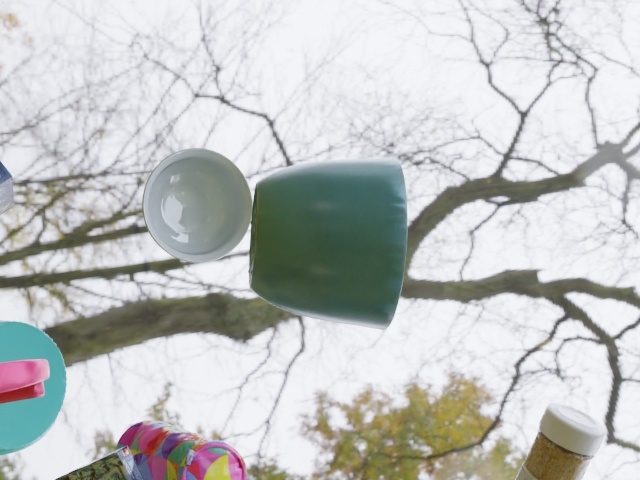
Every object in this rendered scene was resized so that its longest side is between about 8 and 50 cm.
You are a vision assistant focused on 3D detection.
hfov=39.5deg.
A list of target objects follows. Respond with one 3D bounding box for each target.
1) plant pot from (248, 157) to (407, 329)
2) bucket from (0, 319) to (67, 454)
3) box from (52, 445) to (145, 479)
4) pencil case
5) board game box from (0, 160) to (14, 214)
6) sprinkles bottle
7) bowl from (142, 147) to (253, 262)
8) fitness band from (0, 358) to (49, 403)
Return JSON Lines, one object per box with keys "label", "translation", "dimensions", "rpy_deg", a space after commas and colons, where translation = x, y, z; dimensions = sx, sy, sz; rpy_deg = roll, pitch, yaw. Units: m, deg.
{"label": "plant pot", "translation": [0.000, 0.000, 1.501], "dimensions": [0.293, 0.235, 0.293], "rpy_deg": [-177, -90, -83]}
{"label": "bucket", "translation": [-0.640, 0.279, 1.717], "dimensions": [0.183, 0.281, 0.281], "rpy_deg": [-7, -89, 43]}
{"label": "box", "translation": [-0.287, 0.336, 1.163], "dimensions": [0.137, 0.027, 0.094], "rpy_deg": [-27, -91, 23]}
{"label": "pencil case", "translation": [-0.199, 0.310, 1.235], "dimensions": [0.236, 0.104, 0.105], "rpy_deg": [-4, -86, 56]}
{"label": "board game box", "translation": [-0.638, -0.032, 1.519], "dimensions": [0.042, 0.243, 0.165], "rpy_deg": [51, -23, 2]}
{"label": "sprinkles bottle", "translation": [0.436, 0.501, 1.756], "dimensions": [0.121, 0.121, 0.356], "rpy_deg": [35, -71, 48]}
{"label": "bowl", "translation": [-0.337, -0.088, 2.331], "dimensions": [0.134, 0.297, 0.298], "rpy_deg": [-4, -86, 63]}
{"label": "fitness band", "translation": [-0.532, 0.217, 1.300], "dimensions": [0.290, 0.209, 0.054], "rpy_deg": [-14, -102, 23]}
